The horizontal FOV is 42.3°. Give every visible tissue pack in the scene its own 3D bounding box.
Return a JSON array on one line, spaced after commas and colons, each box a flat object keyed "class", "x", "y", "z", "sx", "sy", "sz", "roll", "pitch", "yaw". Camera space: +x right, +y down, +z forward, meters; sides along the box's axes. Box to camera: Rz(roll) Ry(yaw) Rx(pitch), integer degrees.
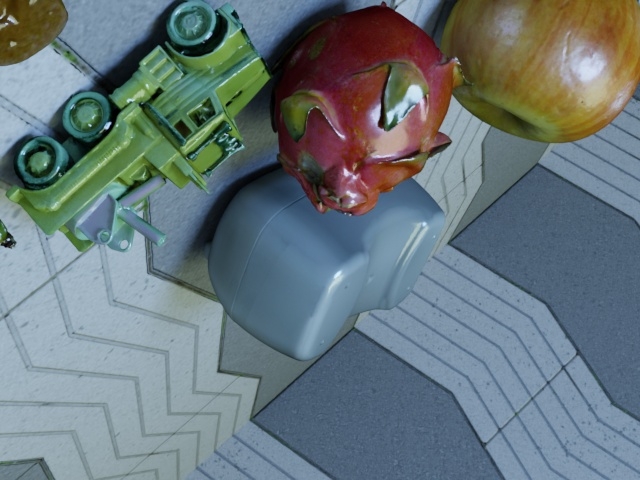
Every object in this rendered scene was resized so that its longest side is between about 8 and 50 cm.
[{"class": "tissue pack", "x": 0.000, "y": 0.000, "z": 1.191, "sx": 0.333, "sy": 0.236, "sz": 0.229, "roll": -26, "pitch": 147, "yaw": -48}]

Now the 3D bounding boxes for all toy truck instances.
[{"class": "toy truck", "x": -0.146, "y": -0.090, "z": 0.769, "sx": 0.259, "sy": 0.135, "sz": 0.128, "roll": -46, "pitch": 165, "yaw": -4}]

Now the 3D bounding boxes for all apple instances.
[{"class": "apple", "x": 0.312, "y": -0.272, "z": 1.168, "sx": 0.233, "sy": 0.286, "sz": 0.286, "roll": -64, "pitch": 164, "yaw": -2}]

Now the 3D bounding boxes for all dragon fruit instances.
[{"class": "dragon fruit", "x": 0.042, "y": -0.148, "z": 0.950, "sx": 0.227, "sy": 0.224, "sz": 0.224, "roll": -48, "pitch": 164, "yaw": -6}]

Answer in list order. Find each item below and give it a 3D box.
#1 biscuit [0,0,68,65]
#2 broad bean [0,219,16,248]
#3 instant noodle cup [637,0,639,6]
[{"class": "biscuit", "x": -0.242, "y": -0.182, "z": 0.461, "sx": 0.278, "sy": 0.043, "sz": 0.301, "roll": -20, "pitch": 154, "yaw": -50}, {"class": "broad bean", "x": -0.311, "y": -0.032, "z": 0.642, "sx": 0.052, "sy": 0.052, "sz": 0.256, "roll": -56, "pitch": 170, "yaw": -9}, {"class": "instant noodle cup", "x": 0.539, "y": -0.480, "z": 1.306, "sx": 0.302, "sy": 0.258, "sz": 0.181, "roll": -43, "pitch": 179, "yaw": -2}]
